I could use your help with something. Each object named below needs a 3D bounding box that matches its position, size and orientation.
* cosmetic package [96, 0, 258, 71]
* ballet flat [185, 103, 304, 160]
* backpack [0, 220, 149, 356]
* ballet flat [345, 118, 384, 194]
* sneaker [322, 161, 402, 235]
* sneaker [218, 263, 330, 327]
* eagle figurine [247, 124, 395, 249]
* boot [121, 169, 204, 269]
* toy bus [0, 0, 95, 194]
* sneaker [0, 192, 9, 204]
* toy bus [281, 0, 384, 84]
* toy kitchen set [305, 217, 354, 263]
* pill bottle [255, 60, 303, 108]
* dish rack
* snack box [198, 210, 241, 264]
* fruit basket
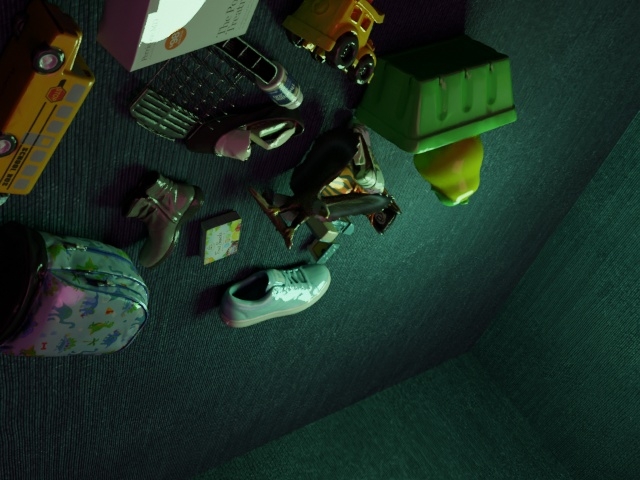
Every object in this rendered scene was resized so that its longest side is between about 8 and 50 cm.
[{"bbox_3d":[-0.178,-0.464,1.180,0.284,0.097,0.377,-32,162,-43],"label":"cosmetic package"},{"bbox_3d":[-0.156,-0.237,1.679,0.280,0.096,0.095,-23,150,-23],"label":"ballet flat"},{"bbox_3d":[-0.549,0.124,1.658,0.290,0.273,0.355,-53,160,15],"label":"backpack"},{"bbox_3d":[0.106,-0.202,1.947,0.076,0.079,0.222,-7,119,22],"label":"ballet flat"},{"bbox_3d":[0.124,-0.116,2.078,0.125,0.180,0.321,-50,149,22],"label":"sneaker"},{"bbox_3d":[-0.122,0.141,2.237,0.365,0.135,0.150,-24,152,-24],"label":"sneaker"},{"bbox_3d":[0.006,-0.114,1.904,0.298,0.225,0.226,-35,151,-3],"label":"eagle figurine"},{"bbox_3d":[-0.391,-0.050,1.733,0.161,0.083,0.247,16,117,-48],"label":"boot"},{"bbox_3d":[-0.495,-0.235,1.293,0.130,0.108,0.333,6,130,-52],"label":"toy bus"},{"bbox_3d":[-0.687,-0.080,1.315,0.122,0.110,0.283,-43,151,19],"label":"sneaker"},{"bbox_3d":[0.057,-0.456,1.570,0.212,0.149,0.220,-59,150,6],"label":"toy bus"},{"bbox_3d":[0.000,0.000,2.174,0.166,0.122,0.207,-49,149,21],"label":"toy kitchen set"},{"bbox_3d":[-0.085,-0.332,1.647,0.067,0.067,0.120,-41,151,8],"label":"pill bottle"},{"bbox_3d":[-0.240,-0.303,1.513,0.271,0.074,0.208,-44,150,13],"label":"dish rack"},{"bbox_3d":[-0.261,-0.007,1.963,0.100,0.037,0.141,-20,147,-26],"label":"snack box"},{"bbox_3d":[0.299,-0.287,1.908,0.391,0.283,0.392,-22,133,-26],"label":"fruit basket"}]
